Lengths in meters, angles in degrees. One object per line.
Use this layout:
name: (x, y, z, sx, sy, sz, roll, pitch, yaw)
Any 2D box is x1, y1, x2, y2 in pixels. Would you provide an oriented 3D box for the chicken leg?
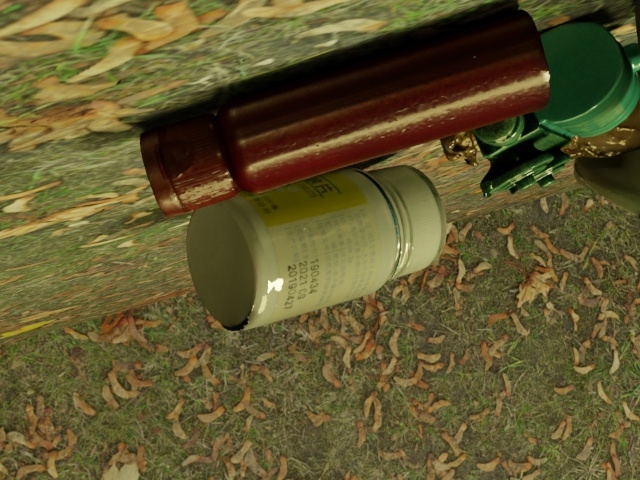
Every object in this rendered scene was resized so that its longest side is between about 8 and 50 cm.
chicken leg: (0.217, -0.112, 1.121, 0.208, 0.085, 0.101, -9, -168, 14)

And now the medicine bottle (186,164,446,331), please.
medicine bottle: (0.000, 0.000, 1.232, 0.258, 0.143, 0.143, -12, 174, -36)

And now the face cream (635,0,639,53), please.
face cream: (0.335, -0.094, 0.786, 0.179, 0.218, 0.218, -18, 176, 9)

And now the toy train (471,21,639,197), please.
toy train: (0.191, -0.110, 0.941, 0.159, 0.101, 0.248, -32, 172, 18)

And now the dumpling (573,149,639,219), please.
dumpling: (0.389, -0.082, 1.168, 0.260, 0.181, 0.341, -2, -134, 28)

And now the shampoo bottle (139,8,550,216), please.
shampoo bottle: (0.014, -0.080, 0.764, 0.260, 0.064, 0.102, -17, 176, 3)
